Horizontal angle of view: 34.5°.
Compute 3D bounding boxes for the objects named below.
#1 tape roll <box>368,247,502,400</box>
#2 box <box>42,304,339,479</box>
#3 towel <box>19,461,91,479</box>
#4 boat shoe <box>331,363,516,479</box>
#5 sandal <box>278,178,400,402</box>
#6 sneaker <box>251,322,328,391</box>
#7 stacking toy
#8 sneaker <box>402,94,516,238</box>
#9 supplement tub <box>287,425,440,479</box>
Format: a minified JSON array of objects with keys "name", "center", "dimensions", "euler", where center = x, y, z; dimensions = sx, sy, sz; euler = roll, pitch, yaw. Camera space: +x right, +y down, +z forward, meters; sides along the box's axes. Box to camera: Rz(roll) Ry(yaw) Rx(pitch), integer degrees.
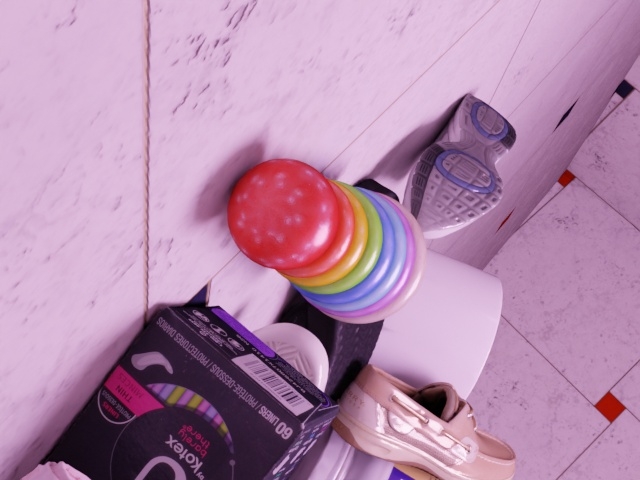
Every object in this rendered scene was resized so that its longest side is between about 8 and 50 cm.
[{"name":"tape roll","center":[0.149,0.135,1.588],"dimensions":[0.246,0.169,0.246],"euler":[-157,-90,-84]},{"name":"box","center":[-0.136,0.209,0.926],"dimensions":[0.270,0.165,0.143],"euler":[-53,167,6]},{"name":"towel","center":[-0.228,0.351,0.788],"dimensions":[0.332,0.053,0.317],"euler":[-42,130,-3]},{"name":"boat shoe","center":[0.168,0.261,1.438],"dimensions":[0.341,0.122,0.110],"euler":[23,102,-38]},{"name":"sandal","center":[0.012,0.086,1.337],"dimensions":[0.167,0.107,0.445],"euler":[-40,152,-39]},{"name":"sneaker","center":[-0.088,0.202,1.234],"dimensions":[0.350,0.131,0.148],"euler":[-52,177,33]},{"name":"stacking toy","center":[0.000,0.000,0.938],"dimensions":[0.141,0.141,0.330],"euler":[-52,163,5]},{"name":"sneaker","center":[0.164,-0.072,1.313],"dimensions":[0.129,0.111,0.297],"euler":[-50,180,36]},{"name":"supplement tub","center":[0.110,0.421,1.515],"dimensions":[0.241,0.331,0.241],"euler":[-58,-176,6]}]
